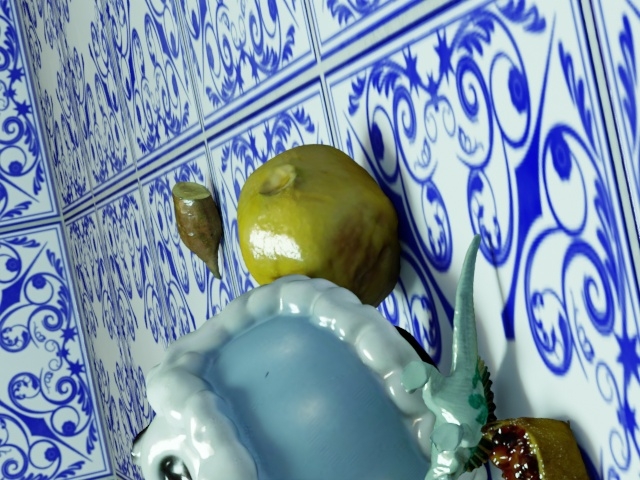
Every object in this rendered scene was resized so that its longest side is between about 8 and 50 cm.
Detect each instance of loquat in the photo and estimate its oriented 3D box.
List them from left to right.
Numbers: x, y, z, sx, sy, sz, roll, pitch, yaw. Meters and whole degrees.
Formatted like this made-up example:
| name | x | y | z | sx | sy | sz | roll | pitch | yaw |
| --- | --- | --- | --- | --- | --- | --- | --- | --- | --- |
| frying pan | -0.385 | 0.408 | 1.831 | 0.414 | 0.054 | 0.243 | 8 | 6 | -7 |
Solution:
| name | x | y | z | sx | sy | sz | roll | pitch | yaw |
| --- | --- | --- | --- | --- | --- | --- | --- | --- | --- |
| loquat | 0.000 | 0.000 | 1.218 | 0.137 | 0.113 | 0.137 | 53 | 170 | 14 |

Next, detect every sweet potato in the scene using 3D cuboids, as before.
| name | x | y | z | sx | sy | sz | roll | pitch | yaw |
| --- | --- | --- | --- | --- | --- | --- | --- | --- | --- |
| sweet potato | -0.122 | -0.008 | 1.822 | 0.049 | 0.049 | 0.117 | -130 | 21 | -61 |

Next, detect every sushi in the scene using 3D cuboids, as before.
| name | x | y | z | sx | sy | sz | roll | pitch | yaw |
| --- | --- | --- | --- | --- | --- | --- | --- | --- | --- |
| sushi | 0.121 | 0.126 | 0.971 | 0.099 | 0.047 | 0.050 | -121 | 23 | -62 |

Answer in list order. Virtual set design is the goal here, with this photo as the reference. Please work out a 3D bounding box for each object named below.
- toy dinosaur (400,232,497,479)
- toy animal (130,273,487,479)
| name | x | y | z | sx | sy | sz | roll | pitch | yaw |
| --- | --- | --- | --- | --- | --- | --- | --- | --- | --- |
| toy dinosaur | 0.088 | 0.102 | 1.049 | 0.106 | 0.044 | 0.187 | 50 | -133 | -52 |
| toy animal | -0.006 | 0.146 | 1.127 | 0.208 | 0.204 | 0.156 | 61 | 169 | -23 |
